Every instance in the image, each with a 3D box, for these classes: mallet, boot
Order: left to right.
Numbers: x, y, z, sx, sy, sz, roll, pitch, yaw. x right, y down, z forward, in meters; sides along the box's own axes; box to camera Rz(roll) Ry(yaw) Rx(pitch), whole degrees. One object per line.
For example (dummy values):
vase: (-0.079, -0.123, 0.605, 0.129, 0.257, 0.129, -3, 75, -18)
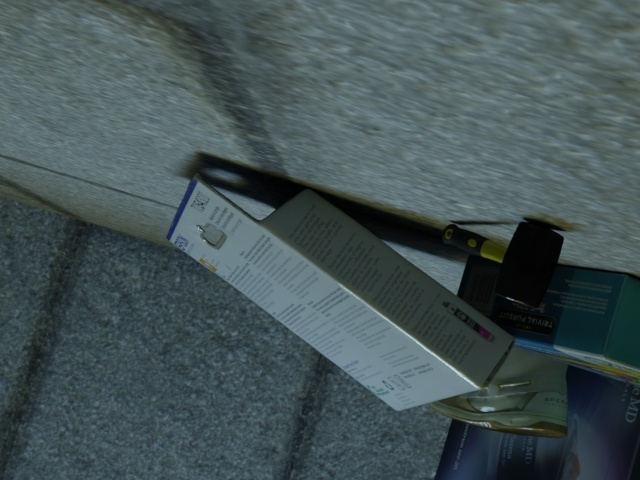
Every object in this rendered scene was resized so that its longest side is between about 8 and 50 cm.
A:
mallet: (0.140, -0.001, 1.144, 0.039, 0.062, 0.189, 20, -170, -18)
boot: (0.216, 0.137, 1.648, 0.077, 0.165, 0.213, 17, 170, -31)

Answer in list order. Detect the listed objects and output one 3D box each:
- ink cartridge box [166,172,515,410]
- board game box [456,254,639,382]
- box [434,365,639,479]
ink cartridge box: (0.006, 0.044, 1.448, 0.330, 0.071, 0.324, 38, 166, -3)
board game box: (0.334, 0.106, 1.390, 0.336, 0.079, 0.254, 19, 175, -25)
box: (0.315, 0.237, 1.706, 0.183, 0.296, 0.294, 21, 173, -38)
